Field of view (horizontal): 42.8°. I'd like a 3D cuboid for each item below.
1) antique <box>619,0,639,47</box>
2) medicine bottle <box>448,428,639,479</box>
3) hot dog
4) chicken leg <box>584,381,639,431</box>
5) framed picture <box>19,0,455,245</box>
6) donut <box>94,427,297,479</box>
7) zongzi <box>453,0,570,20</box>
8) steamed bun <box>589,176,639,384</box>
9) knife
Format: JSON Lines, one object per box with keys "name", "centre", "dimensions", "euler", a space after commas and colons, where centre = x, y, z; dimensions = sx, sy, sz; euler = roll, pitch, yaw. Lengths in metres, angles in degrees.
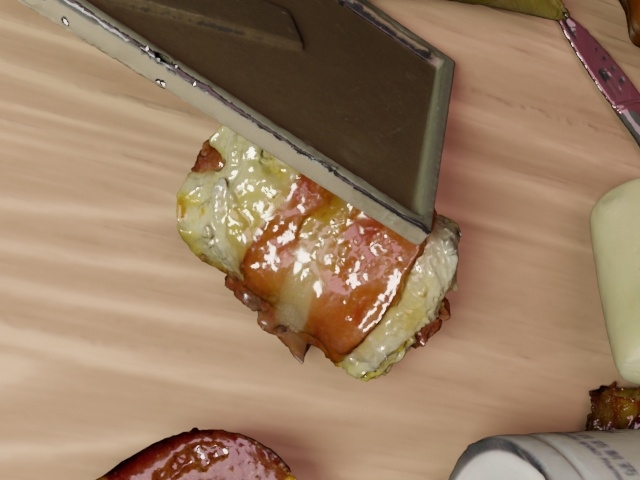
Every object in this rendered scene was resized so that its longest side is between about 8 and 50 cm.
{"name": "antique", "centre": [0.346, -0.299, 0.709], "dimensions": [0.223, 0.129, 0.278], "euler": [5, 89, 20]}
{"name": "medicine bottle", "centre": [0.269, 0.226, 0.569], "dimensions": [0.332, 0.190, 0.190], "euler": [3, 78, -19]}
{"name": "hot dog", "centre": [0.000, 0.000, 0.574], "dimensions": [0.213, 0.103, 0.146], "euler": [42, 93, -2]}
{"name": "chicken leg", "centre": [0.267, 0.128, 0.678], "dimensions": [0.145, 0.037, 0.062], "euler": [-36, 77, -22]}
{"name": "framed picture", "centre": [-0.053, -0.157, 0.559], "dimensions": [0.335, 0.022, 0.247], "euler": [31, 38, -11]}
{"name": "donut", "centre": [-0.090, 0.208, 0.507], "dimensions": [0.166, 0.073, 0.184], "euler": [48, 67, -4]}
{"name": "zongzi", "centre": [0.108, -0.213, 0.666], "dimensions": [0.160, 0.078, 0.176], "euler": [-43, 98, -25]}
{"name": "steamed bun", "centre": [0.349, 0.031, 0.636], "dimensions": [0.250, 0.155, 0.200], "euler": [11, 63, -8]}
{"name": "knife", "centre": [0.288, -0.114, 0.742], "dimensions": [0.035, 0.018, 0.247], "euler": [-35, 91, -21]}
